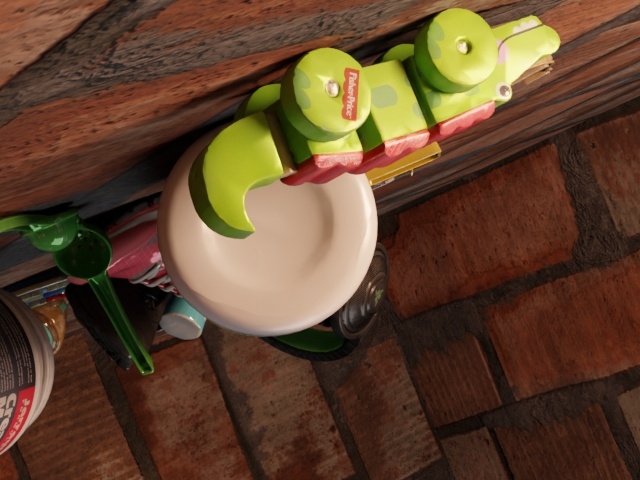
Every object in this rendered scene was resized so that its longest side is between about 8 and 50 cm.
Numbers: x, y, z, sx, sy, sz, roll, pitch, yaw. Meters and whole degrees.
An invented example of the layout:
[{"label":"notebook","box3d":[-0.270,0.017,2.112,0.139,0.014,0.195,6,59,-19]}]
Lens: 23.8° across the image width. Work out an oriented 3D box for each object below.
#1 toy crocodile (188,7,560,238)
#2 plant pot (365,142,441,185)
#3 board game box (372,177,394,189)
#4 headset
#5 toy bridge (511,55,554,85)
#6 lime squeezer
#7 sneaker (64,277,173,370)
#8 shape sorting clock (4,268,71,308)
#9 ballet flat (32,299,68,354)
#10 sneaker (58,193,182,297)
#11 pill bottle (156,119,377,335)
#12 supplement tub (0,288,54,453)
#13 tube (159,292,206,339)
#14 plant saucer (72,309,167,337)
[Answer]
[{"label":"toy crocodile","box3d":[0.046,-0.100,1.178,0.340,0.105,0.115,-22,178,-31]},{"label":"plant pot","box3d":[0.064,-0.106,1.478,0.081,0.083,0.081,-23,179,3]},{"label":"board game box","box3d":[0.033,-0.083,2.049,0.194,0.060,0.194,-20,178,-42]},{"label":"headset","box3d":[0.000,0.000,1.961,0.185,0.243,0.394,-51,177,-36]},{"label":"toy bridge","box3d":[0.228,-0.195,1.714,0.063,0.026,0.188,-26,176,27]},{"label":"lime squeezer","box3d":[-0.238,0.018,1.402,0.058,0.110,0.310,-6,152,17]},{"label":"sneaker","box3d":[-0.214,0.046,1.746,0.130,0.109,0.286,-33,-156,5]},{"label":"shape sorting clock","box3d":[-0.361,0.069,2.025,0.206,0.040,0.206,-23,178,-1]},{"label":"ballet flat","box3d":[-0.512,0.165,2.292,0.342,0.116,0.124,-28,-165,24]},{"label":"sneaker","box3d":[-0.140,0.015,1.669,0.314,0.136,0.116,-20,176,-44]},{"label":"pill bottle","box3d":[-0.054,-0.004,1.418,0.188,0.188,0.334,-22,178,-5]},{"label":"supplement tub","box3d":[-0.378,0.133,1.430,0.191,0.191,0.272,-23,178,12]},{"label":"tube","box3d":[-0.139,0.022,1.837,0.080,0.052,0.207,-19,-140,38]},{"label":"plant saucer","box3d":[-0.211,0.063,1.902,0.198,0.036,0.199,-10,-141,9]}]
